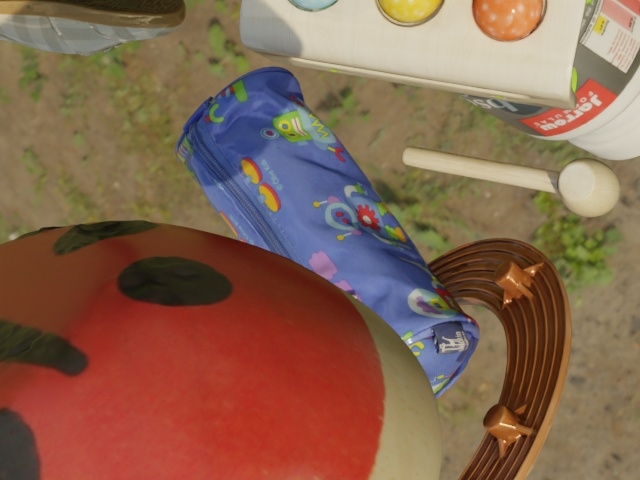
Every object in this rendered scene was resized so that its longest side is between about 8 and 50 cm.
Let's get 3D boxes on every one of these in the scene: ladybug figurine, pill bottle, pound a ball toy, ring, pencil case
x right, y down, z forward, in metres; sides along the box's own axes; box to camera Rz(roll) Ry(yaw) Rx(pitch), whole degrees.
[{"bbox_3d":[-0.129,0.101,0.646,0.449,0.305,0.162,-6,127,53],"label":"ladybug figurine"},{"bbox_3d":[0.211,-0.224,1.343,0.363,0.210,0.210,24,160,-36],"label":"pill bottle"},{"bbox_3d":[0.095,-0.150,1.078,0.319,0.136,0.208,12,90,16],"label":"pound a ball toy"},{"bbox_3d":[0.060,0.137,1.034,0.032,0.337,0.336,36,149,-22],"label":"ring"},{"bbox_3d":[0.000,0.000,1.053,0.119,0.133,0.306,-48,62,24],"label":"pencil case"}]

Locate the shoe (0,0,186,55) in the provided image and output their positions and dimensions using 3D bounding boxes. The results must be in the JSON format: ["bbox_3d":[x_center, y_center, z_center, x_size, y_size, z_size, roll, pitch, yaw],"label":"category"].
[{"bbox_3d":[-0.227,-0.207,1.222,0.219,0.077,0.058,7,133,7],"label":"shoe"}]
